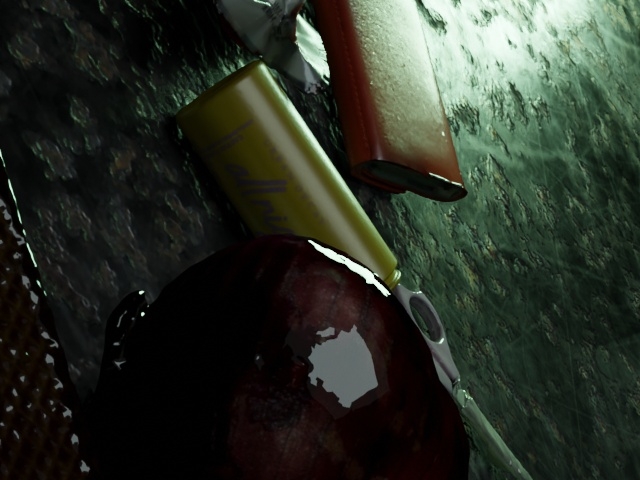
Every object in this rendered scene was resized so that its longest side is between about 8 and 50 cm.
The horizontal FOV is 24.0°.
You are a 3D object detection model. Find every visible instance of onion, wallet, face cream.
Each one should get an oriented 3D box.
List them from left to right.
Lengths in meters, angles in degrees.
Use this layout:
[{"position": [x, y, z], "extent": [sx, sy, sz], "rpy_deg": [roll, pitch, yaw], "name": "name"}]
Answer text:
[{"position": [-0.023, 0.118, 0.820], "extent": [0.221, 0.281, 0.281], "rpy_deg": [19, 37, 6], "name": "onion"}, {"position": [0.000, 0.000, 1.109], "extent": [0.273, 0.078, 0.078], "rpy_deg": [56, 33, -10], "name": "face cream"}, {"position": [0.057, -0.136, 1.320], "extent": [0.142, 0.045, 0.204], "rpy_deg": [16, 54, -47], "name": "wallet"}]

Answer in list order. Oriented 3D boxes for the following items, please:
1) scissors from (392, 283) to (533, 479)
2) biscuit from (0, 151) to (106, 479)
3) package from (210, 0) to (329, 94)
[{"position": [0.112, 0.130, 1.225], "extent": [0.212, 0.021, 0.110], "rpy_deg": [53, 30, -14], "name": "scissors"}, {"position": [-0.177, 0.073, 0.711], "extent": [0.107, 0.073, 0.388], "rpy_deg": [-4, 69, -54], "name": "biscuit"}, {"position": [-0.062, -0.215, 1.179], "extent": [0.194, 0.071, 0.269], "rpy_deg": [52, 9, -35], "name": "package"}]
